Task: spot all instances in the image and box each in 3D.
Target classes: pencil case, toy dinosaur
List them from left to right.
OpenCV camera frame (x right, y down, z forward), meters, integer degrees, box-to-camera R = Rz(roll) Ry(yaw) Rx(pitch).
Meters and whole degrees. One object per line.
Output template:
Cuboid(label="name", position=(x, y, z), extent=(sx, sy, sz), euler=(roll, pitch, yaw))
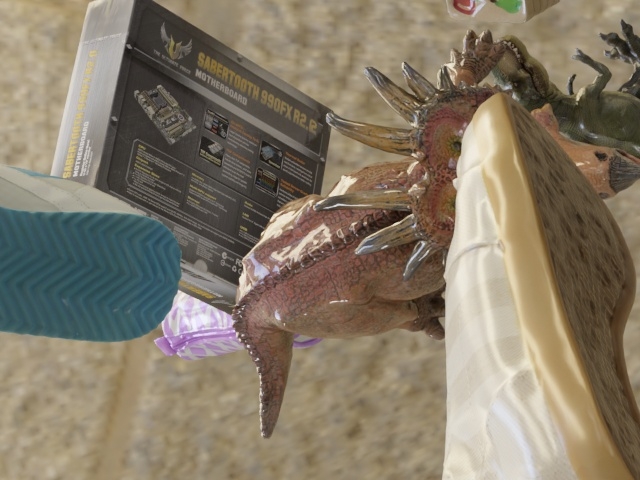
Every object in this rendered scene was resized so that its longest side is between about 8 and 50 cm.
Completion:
Cuboid(label="pencil case", position=(-0.073, 0.074, 1.876), extent=(0.086, 0.088, 0.206), euler=(48, 149, -20))
Cuboid(label="toy dinosaur", position=(0.029, -0.002, 1.008), extent=(0.296, 0.200, 0.127), euler=(-40, 85, 22))
Cuboid(label="toy dinosaur", position=(0.229, -0.084, 1.259), extent=(0.268, 0.118, 0.064), euler=(22, 144, -6))

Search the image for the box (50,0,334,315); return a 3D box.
Cuboid(label="box", position=(-0.095, -0.058, 1.457), extent=(0.056, 0.231, 0.183), euler=(-10, 64, 40))

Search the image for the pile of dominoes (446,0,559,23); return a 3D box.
Cuboid(label="pile of dominoes", position=(0.099, -0.251, 1.109), extent=(0.196, 0.040, 0.251), euler=(8, 118, 39))

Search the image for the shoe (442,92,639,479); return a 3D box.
Cuboid(label="shoe", position=(0.061, 0.024, 0.598), extent=(0.058, 0.219, 0.076), euler=(-34, 116, 19))

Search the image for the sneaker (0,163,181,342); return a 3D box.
Cuboid(label="sneaker", position=(-0.184, -0.003, 0.910), extent=(0.092, 0.229, 0.087), euler=(20, 93, 58))
